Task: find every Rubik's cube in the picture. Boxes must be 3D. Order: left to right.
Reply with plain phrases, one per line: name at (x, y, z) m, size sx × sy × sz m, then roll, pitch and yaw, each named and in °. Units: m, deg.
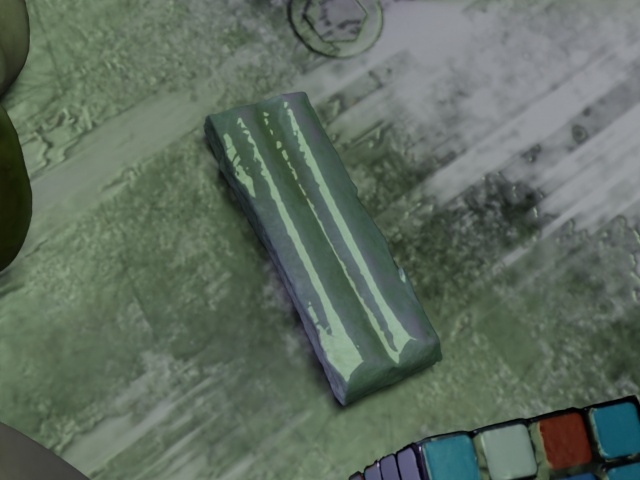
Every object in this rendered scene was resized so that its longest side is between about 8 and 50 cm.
Rubik's cube at (0.122, 0.196, 0.936) m, size 0.154 × 0.155 × 0.151 m, roll -8°, pitch 76°, yaw -16°

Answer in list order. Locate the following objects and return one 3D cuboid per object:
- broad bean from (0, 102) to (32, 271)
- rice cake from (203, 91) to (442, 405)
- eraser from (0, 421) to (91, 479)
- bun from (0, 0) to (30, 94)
broad bean at (-0.257, -0.065, 0.917) m, size 0.153 × 0.072 × 0.207 m, roll 5°, pitch 113°, yaw 12°
rice cake at (0.000, 0.000, 1.030) m, size 0.085 × 0.040 × 0.226 m, roll -24°, pitch 79°, yaw -20°
eraser at (-0.177, 0.220, 0.899) m, size 0.204 × 0.059 × 0.243 m, roll -24°, pitch 84°, yaw -21°
bun at (-0.283, -0.161, 0.978) m, size 0.183 × 0.102 × 0.183 m, roll 4°, pitch 71°, yaw -10°
